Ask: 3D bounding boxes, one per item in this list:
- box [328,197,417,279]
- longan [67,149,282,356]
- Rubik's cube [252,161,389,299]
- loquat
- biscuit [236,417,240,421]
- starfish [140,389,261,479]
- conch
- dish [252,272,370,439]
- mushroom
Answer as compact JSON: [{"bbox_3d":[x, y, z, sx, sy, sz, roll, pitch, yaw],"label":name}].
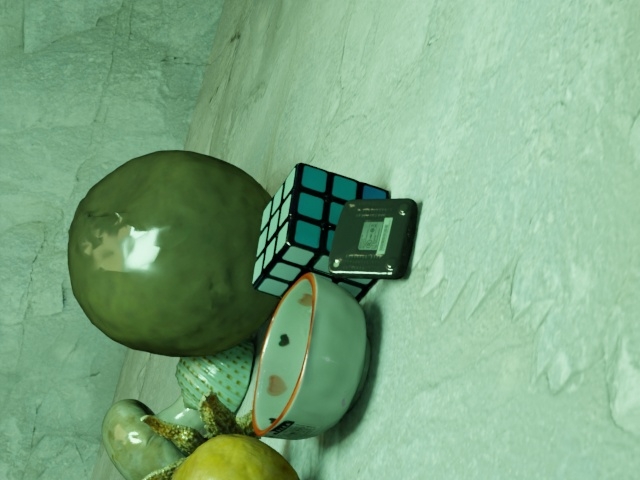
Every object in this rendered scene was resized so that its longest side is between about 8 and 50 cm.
[{"bbox_3d":[0.073,-0.003,1.683,0.125,0.027,0.126,0,66,30],"label":"box"},{"bbox_3d":[-0.278,0.024,2.218,0.404,0.436,0.404,11,-90,-77],"label":"longan"},{"bbox_3d":[0.000,0.000,1.817,0.163,0.161,0.162,128,154,-51],"label":"Rubik's cube"},{"bbox_3d":[-0.111,0.394,1.684,0.193,0.238,0.238,-48,20,6],"label":"loquat"},{"bbox_3d":[-0.161,0.377,2.208,0.084,0.023,0.084,-162,90,-74],"label":"biscuit"},{"bbox_3d":[-0.158,0.312,1.818,0.084,0.293,0.301,32,93,39],"label":"starfish"},{"bbox_3d":[-0.220,0.258,2.336,0.172,0.131,0.200,-125,53,-71],"label":"conch"},{"bbox_3d":[-0.005,0.182,1.721,0.256,0.117,0.256,-163,90,-74],"label":"dish"},{"bbox_3d":[-0.325,0.408,2.422,0.243,0.243,0.243,-163,90,-74],"label":"mushroom"}]
